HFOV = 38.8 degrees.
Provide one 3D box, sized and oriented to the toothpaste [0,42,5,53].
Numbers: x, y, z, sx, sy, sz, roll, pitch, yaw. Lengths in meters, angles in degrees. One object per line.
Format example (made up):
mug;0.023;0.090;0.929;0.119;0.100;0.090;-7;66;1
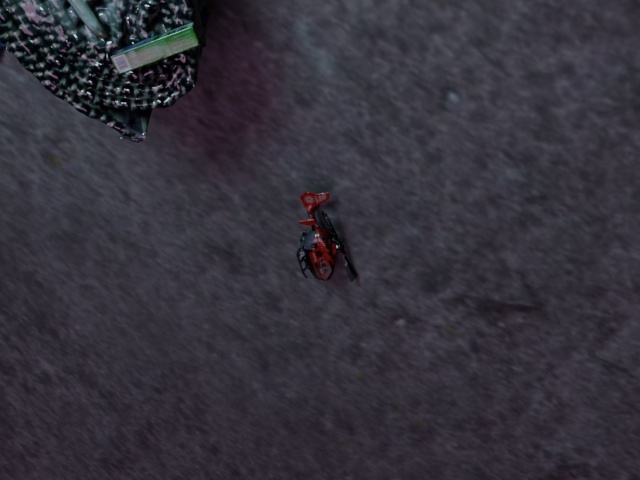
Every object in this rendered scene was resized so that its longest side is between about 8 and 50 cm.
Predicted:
toothpaste;-0.405;-0.244;1.056;0.083;0.019;0.027;39;112;-19

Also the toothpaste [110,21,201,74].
toothpaste;-0.152;-0.178;0.843;0.083;0.017;0.020;-18;121;8

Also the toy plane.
toy plane;0.000;0.000;1.106;0.060;0.037;0.145;-5;127;16

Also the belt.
belt;-0.216;-0.265;0.888;0.207;0.160;0.295;-29;121;16
